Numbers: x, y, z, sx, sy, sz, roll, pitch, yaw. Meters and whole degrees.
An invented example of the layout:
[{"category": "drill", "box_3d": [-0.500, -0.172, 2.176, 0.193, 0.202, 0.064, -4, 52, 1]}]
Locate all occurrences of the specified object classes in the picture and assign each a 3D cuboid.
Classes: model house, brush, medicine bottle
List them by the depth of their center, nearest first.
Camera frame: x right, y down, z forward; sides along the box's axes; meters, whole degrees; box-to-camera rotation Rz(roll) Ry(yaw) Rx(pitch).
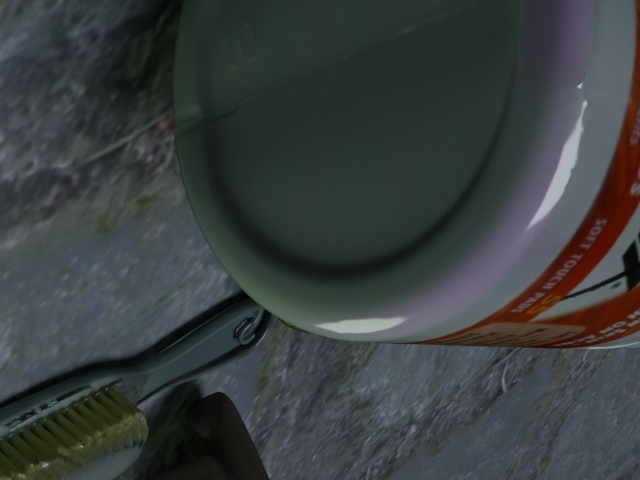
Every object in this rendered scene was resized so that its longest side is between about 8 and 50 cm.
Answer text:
[{"category": "medicine bottle", "box_3d": [0.090, -0.074, 0.761, 0.241, 0.252, 0.252, 5, 122, -47]}, {"category": "brush", "box_3d": [-0.115, 0.106, 0.945, 0.297, 0.060, 0.068, -27, 144, -44]}, {"category": "model house", "box_3d": [-0.113, 0.228, 1.061, 0.188, 0.122, 0.229, -32, 147, -29]}]

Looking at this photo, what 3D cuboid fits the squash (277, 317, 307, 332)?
[{"category": "squash", "box_3d": [0.000, 0.000, 0.970, 0.095, 0.095, 0.188, -45, 159, -16]}]
